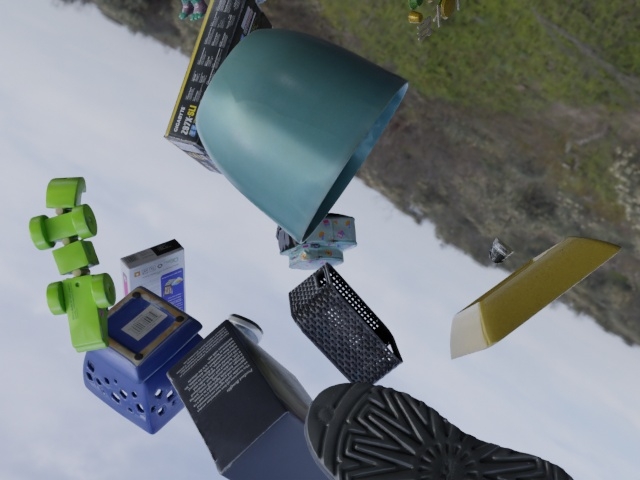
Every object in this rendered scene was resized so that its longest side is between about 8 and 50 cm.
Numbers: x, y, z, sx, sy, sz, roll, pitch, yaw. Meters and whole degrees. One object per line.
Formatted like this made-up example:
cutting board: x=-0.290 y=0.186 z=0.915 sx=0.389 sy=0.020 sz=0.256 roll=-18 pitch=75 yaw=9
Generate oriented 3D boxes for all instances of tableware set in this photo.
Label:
tableware set: x=0.208 y=-0.443 z=1.478 sx=0.024 sy=0.154 sz=0.104 roll=22 pitch=140 yaw=34

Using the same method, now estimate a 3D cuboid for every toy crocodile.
toy crocodile: x=-0.460 y=0.042 z=1.519 sx=0.105 sy=0.115 sz=0.340 roll=26 pitch=-131 yaw=-83

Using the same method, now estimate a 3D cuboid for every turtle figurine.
turtle figurine: x=-0.359 y=-0.653 z=1.946 sx=0.234 sy=0.118 sz=0.175 roll=61 pitch=179 yaw=-31

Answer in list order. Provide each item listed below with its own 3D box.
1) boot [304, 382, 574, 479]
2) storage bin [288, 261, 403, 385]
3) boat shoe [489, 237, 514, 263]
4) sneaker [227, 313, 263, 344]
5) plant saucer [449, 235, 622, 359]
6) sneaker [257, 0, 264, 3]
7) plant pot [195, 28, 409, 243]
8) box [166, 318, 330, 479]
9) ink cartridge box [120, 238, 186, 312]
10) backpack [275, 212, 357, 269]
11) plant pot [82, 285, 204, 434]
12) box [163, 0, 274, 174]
boot: x=0.124 y=0.371 z=1.189 sx=0.367 sy=0.146 sz=0.445 roll=25 pitch=156 yaw=3
storage bin: x=0.038 y=0.137 z=1.274 sx=0.180 sy=0.084 sz=0.122 roll=47 pitch=-170 yaw=-18
boat shoe: x=0.391 y=0.024 z=1.755 sx=0.049 sy=0.040 sz=0.142 roll=40 pitch=-168 yaw=11
sneaker: x=-0.248 y=0.324 z=2.203 sx=0.124 sy=0.178 sz=0.295 roll=21 pitch=153 yaw=5
plant saucer: x=0.411 y=0.109 z=1.654 sx=0.081 sy=0.333 sz=0.333 roll=54 pitch=169 yaw=7
sneaker: x=-0.173 y=-0.585 z=1.826 sx=0.108 sy=0.121 sz=0.302 roll=46 pitch=-133 yaw=14
plant pot: x=-0.043 y=-0.181 z=1.216 sx=0.235 sy=0.293 sz=0.293 roll=35 pitch=-172 yaw=3
box: x=-0.115 y=0.365 z=1.633 sx=0.296 sy=0.183 sz=0.294 roll=48 pitch=180 yaw=-45
ink cartridge box: x=-0.485 y=0.178 z=2.362 sx=0.176 sy=0.371 sz=0.069 roll=-22 pitch=-136 yaw=-31
backpack: x=0.000 y=0.000 z=2.038 sx=0.188 sy=0.144 sz=0.166 roll=-10 pitch=172 yaw=-23
plant pot: x=-0.396 y=0.255 z=1.829 sx=0.236 sy=0.236 sz=0.212 roll=27 pitch=141 yaw=27
box: x=-0.186 y=-0.312 z=1.623 sx=0.079 sy=0.322 sz=0.257 roll=16 pitch=174 yaw=17
